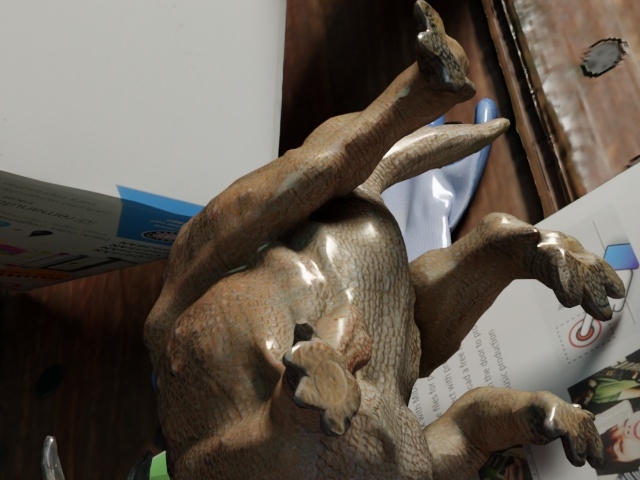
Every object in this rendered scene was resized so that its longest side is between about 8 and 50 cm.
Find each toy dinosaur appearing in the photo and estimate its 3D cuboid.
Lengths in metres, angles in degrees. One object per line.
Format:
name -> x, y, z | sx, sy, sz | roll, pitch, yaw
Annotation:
toy dinosaur -> -0.020, 0.045, 0.496 | 0.200, 0.127, 0.296 | -28, 32, 36

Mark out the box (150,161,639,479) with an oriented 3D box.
box -> 0.079, 0.097, 0.490 | 0.322, 0.058, 0.232 | -31, 37, 17

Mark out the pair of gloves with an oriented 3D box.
pair of gloves -> 0.000, 0.000, 0.699 | 0.198, 0.023, 0.159 | -30, 38, 22

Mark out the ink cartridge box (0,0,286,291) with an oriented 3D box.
ink cartridge box -> -0.156, -0.078, 0.748 | 0.232, 0.171, 0.168 | -12, 71, 48
